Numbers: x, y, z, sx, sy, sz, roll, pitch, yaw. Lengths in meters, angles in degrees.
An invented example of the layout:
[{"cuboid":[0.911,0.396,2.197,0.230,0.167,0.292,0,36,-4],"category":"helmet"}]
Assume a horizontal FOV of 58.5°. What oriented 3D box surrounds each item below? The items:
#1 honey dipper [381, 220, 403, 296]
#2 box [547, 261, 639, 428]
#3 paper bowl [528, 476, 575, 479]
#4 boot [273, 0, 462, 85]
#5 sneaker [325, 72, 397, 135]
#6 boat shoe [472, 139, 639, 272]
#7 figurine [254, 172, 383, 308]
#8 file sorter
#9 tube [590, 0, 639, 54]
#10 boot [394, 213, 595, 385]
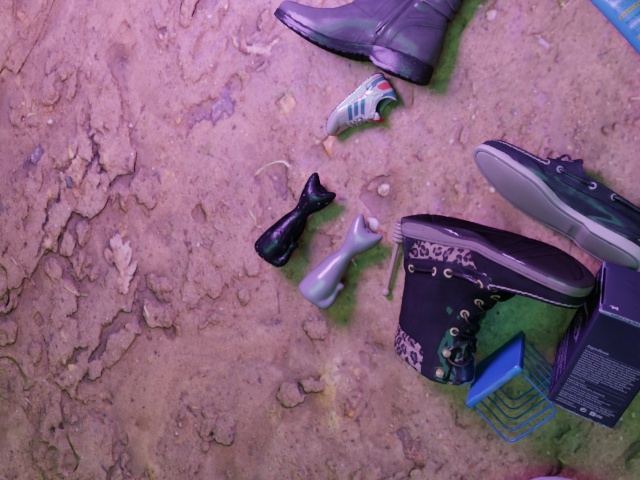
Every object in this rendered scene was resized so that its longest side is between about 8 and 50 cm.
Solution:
[{"cuboid":[0.147,0.040,1.166,0.030,0.030,0.161,19,108,19],"category":"honey dipper"},{"cuboid":[0.464,0.166,0.921,0.108,0.153,0.207,23,127,16],"category":"box"},{"cuboid":[0.451,0.580,1.060,0.284,0.148,0.285,4,101,22],"category":"paper bowl"},{"cuboid":[0.097,-0.449,1.072,0.338,0.118,0.223,23,104,7],"category":"boot"},{"cuboid":[0.082,-0.251,1.129,0.161,0.057,0.075,-41,76,21],"category":"sneaker"},{"cuboid":[0.427,-0.086,0.983,0.340,0.127,0.113,38,80,20],"category":"boat shoe"},{"cuboid":[0.000,0.000,1.196,0.215,0.092,0.209,42,108,11],"category":"figurine"},{"cuboid":[0.353,0.265,1.040,0.104,0.170,0.118,48,113,5],"category":"file sorter"},{"cuboid":[0.494,-0.391,0.937,0.080,0.052,0.207,-36,78,19],"category":"tube"},{"cuboid":[0.276,0.123,1.019,0.377,0.138,0.284,23,112,45],"category":"boot"}]
